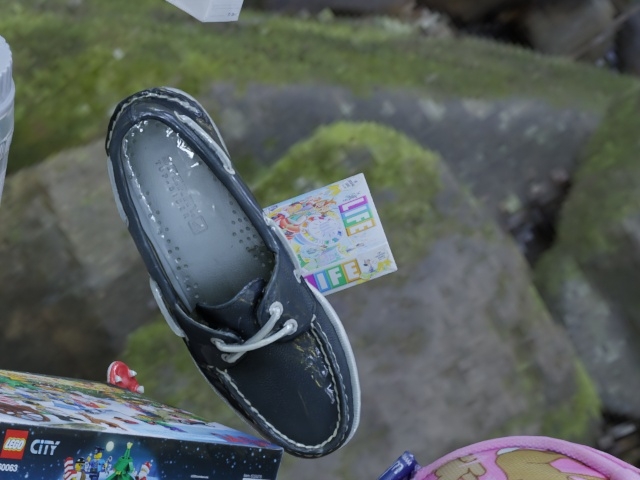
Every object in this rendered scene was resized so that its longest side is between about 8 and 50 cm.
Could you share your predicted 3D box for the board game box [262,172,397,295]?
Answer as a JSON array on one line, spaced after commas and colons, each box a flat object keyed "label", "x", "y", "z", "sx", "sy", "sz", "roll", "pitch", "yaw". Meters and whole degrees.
[{"label": "board game box", "x": 0.000, "y": 0.000, "z": 1.596, "sx": 0.154, "sy": 0.103, "sz": 0.026, "roll": -107, "pitch": 177, "yaw": -66}]

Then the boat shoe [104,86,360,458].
[{"label": "boat shoe", "x": -0.067, "y": 0.034, "z": 1.391, "sx": 0.302, "sy": 0.114, "sz": 0.091, "roll": 57, "pitch": 6, "yaw": -9}]

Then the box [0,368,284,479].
[{"label": "box", "x": -0.156, "y": 0.111, "z": 1.128, "sx": 0.233, "sy": 0.159, "sz": 0.044, "roll": 13, "pitch": 92, "yaw": -51}]

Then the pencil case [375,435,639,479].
[{"label": "pencil case", "x": 0.127, "y": 0.278, "z": 0.946, "sx": 0.160, "sy": 0.167, "sz": 0.386, "roll": -52, "pitch": 131, "yaw": -40}]

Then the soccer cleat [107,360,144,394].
[{"label": "soccer cleat", "x": -0.137, "y": 0.125, "z": 1.350, "sx": 0.029, "sy": 0.035, "sz": 0.083, "roll": -26, "pitch": 104, "yaw": -51}]

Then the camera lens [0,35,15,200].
[{"label": "camera lens", "x": -0.407, "y": -0.065, "z": 1.832, "sx": 0.219, "sy": 0.274, "sz": 0.219, "roll": 11, "pitch": 29, "yaw": -6}]

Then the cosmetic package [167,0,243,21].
[{"label": "cosmetic package", "x": -0.173, "y": -0.319, "z": 2.046, "sx": 0.239, "sy": 0.099, "sz": 0.060, "roll": 32, "pitch": 26, "yaw": 31}]
